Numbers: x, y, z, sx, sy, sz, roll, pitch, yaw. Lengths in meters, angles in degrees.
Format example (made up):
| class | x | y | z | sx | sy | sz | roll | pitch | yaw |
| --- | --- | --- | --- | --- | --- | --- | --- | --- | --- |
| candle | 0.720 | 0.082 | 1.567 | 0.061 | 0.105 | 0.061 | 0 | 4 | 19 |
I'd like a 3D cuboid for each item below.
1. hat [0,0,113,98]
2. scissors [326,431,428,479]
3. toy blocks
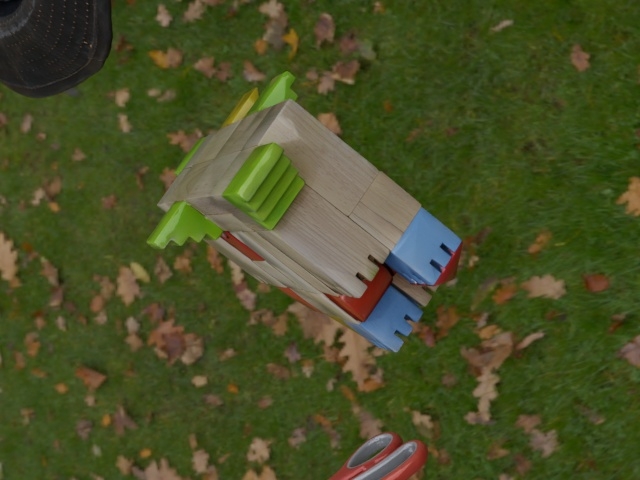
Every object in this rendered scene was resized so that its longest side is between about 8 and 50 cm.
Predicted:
| class | x | y | z | sx | sy | sz | roll | pitch | yaw |
| --- | --- | --- | --- | --- | --- | --- | --- | --- | --- |
| hat | -0.240 | -0.264 | 0.613 | 0.331 | 0.134 | 0.331 | 26 | 148 | 17 |
| scissors | -0.023 | 0.283 | 0.929 | 0.021 | 0.297 | 0.109 | 61 | 171 | -13 |
| toy blocks | 0.000 | 0.000 | 0.872 | 0.191 | 0.261 | 0.381 | -56 | 16 | -11 |
